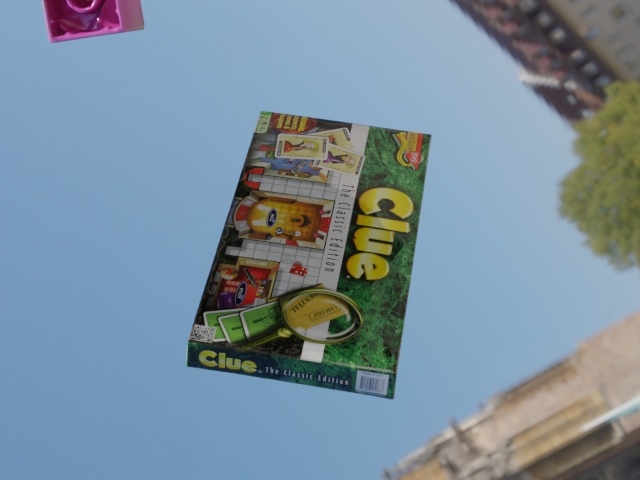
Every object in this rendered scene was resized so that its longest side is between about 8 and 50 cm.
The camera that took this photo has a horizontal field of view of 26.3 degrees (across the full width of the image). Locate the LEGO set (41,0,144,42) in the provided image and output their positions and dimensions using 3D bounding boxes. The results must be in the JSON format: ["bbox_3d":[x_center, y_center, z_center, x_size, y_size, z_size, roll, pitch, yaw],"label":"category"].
[{"bbox_3d":[-0.087,-0.161,0.334,0.093,0.087,0.227,-37,-61,-70],"label":"LEGO set"}]

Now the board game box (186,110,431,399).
[{"bbox_3d":[0.000,0.000,0.954,0.259,0.136,0.030,-78,-3,-49],"label":"board game box"}]
